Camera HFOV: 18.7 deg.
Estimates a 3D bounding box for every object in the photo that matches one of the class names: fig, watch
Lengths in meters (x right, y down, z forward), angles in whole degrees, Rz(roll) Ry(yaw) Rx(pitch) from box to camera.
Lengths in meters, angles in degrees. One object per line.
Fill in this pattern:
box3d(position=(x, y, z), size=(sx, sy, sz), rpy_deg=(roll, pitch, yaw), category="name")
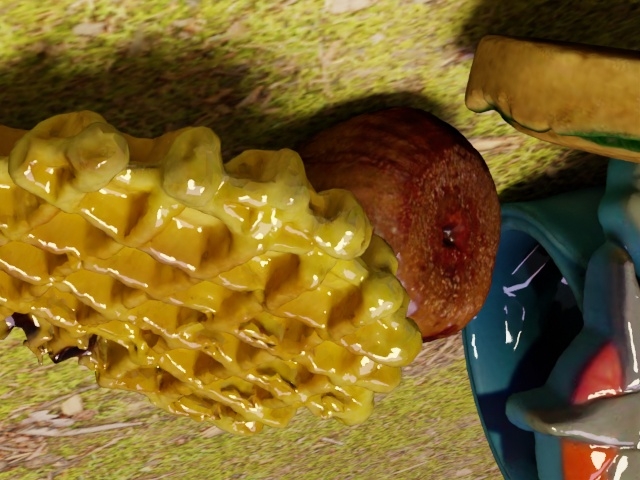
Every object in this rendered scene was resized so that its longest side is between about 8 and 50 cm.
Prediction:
box3d(position=(0.000, 0.000, 1.121), size=(0.201, 0.133, 0.146), rpy_deg=(-11, 140, 36), category="fig")
box3d(position=(0.193, 0.048, 1.275), size=(0.241, 0.305, 0.274), rpy_deg=(-9, -172, -18), category="watch")

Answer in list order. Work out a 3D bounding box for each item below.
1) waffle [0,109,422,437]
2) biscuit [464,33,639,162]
box3d(position=(-0.090, 0.017, 0.987), size=(0.283, 0.065, 0.309), rpy_deg=(4, 150, 11), category="waffle")
box3d(position=(0.253, -0.058, 1.017), size=(0.344, 0.057, 0.287), rpy_deg=(3, -171, -30), category="biscuit")
